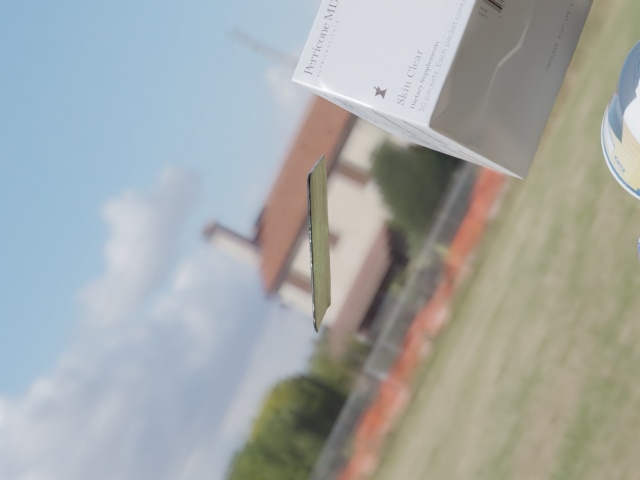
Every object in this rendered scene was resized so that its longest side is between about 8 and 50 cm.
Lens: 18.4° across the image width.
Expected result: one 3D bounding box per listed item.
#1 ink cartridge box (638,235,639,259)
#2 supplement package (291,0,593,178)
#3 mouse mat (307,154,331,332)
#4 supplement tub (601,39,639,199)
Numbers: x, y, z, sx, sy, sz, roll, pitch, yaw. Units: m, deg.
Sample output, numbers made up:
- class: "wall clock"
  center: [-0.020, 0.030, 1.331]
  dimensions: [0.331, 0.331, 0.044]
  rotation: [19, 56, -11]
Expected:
- class: "ink cartridge box"
  center: [0.496, -0.074, 2.130]
  dimensions: [0.151, 0.270, 0.395]
  rotation: [64, -143, -64]
- class: "supplement package"
  center: [0.124, -0.214, 1.708]
  dimensions: [0.204, 0.145, 0.262]
  rotation: [21, -91, -58]
- class: "mouse mat"
  center: [0.000, 0.000, 1.921]
  dimensions: [0.190, 0.007, 0.153]
  rotation: [-57, -35, -80]
- class: "supplement tub"
  center: [0.337, -0.119, 1.798]
  dimensions: [0.144, 0.144, 0.200]
  rotation: [-63, -8, -12]
